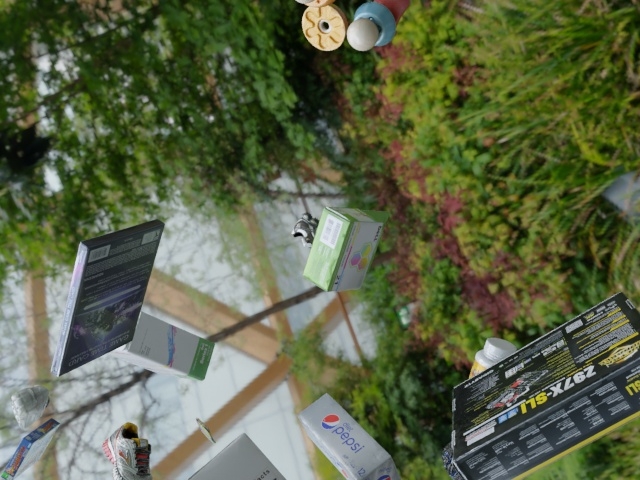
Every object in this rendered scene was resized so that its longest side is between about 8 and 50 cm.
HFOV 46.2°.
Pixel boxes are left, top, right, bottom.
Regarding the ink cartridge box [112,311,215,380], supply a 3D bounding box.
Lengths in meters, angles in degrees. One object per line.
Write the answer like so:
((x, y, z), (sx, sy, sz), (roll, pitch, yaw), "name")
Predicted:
((-0.466, 0.286, 2.066), (0.278, 0.202, 0.117), (34, -115, -43), "ink cartridge box")

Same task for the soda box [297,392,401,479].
((0.064, 0.485, 1.773), (0.286, 0.098, 0.091), (33, 152, 52), "soda box")

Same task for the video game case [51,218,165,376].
((-0.386, 0.102, 1.369), (0.026, 0.274, 0.196), (30, -155, 19), "video game case")

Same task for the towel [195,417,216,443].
((-0.310, 0.515, 2.030), (0.060, 0.009, 0.083), (36, 154, 31), "towel")

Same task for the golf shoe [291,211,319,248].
((0.000, 0.000, 2.239), (0.198, 0.094, 0.077), (33, 165, 31), "golf shoe")

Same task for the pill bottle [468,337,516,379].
((0.470, 0.382, 2.067), (0.117, 0.117, 0.214), (-102, 24, -74), "pill bottle")

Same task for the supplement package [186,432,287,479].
((-0.142, 0.584, 1.551), (0.293, 0.175, 0.177), (45, 143, 14), "supplement package")

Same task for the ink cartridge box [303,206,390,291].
((0.098, 0.020, 1.887), (0.255, 0.188, 0.097), (0, -156, -46), "ink cartridge box")

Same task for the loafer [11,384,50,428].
((-0.930, 0.535, 2.424), (0.112, 0.112, 0.319), (64, 151, 7), "loafer")

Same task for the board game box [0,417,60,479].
((-0.860, 0.621, 2.236), (0.035, 0.136, 0.201), (31, -176, 1), "board game box")

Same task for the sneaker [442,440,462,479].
((0.366, 0.538, 1.697), (0.221, 0.083, 0.087), (37, 177, 37), "sneaker")

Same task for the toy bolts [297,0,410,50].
((0.036, -0.430, 1.469), (0.158, 0.229, 0.218), (-50, -16, -44), "toy bolts")

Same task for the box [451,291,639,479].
((0.344, 0.216, 1.096), (0.079, 0.322, 0.257), (54, -166, -6), "box")

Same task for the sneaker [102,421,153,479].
((-0.442, 0.515, 1.768), (0.088, 0.092, 0.225), (35, -175, -45), "sneaker")
